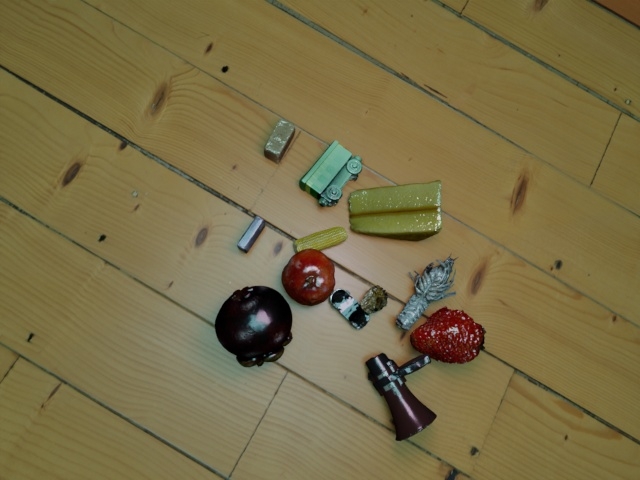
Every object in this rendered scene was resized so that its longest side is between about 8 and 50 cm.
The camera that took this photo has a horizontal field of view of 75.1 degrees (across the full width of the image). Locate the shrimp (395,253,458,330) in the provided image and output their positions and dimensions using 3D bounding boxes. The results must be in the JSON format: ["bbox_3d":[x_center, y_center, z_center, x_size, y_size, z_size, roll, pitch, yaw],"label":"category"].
[{"bbox_3d":[0.468,0.214,1.824,0.221,0.166,0.411,36,91,22],"label":"shrimp"}]

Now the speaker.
[{"bbox_3d":[0.340,0.606,1.689,0.198,0.259,0.330,-13,72,-46],"label":"speaker"}]

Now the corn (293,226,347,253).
[{"bbox_3d":[0.000,0.000,1.849,0.248,0.081,0.081,-18,81,-9],"label":"corn"}]

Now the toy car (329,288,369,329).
[{"bbox_3d":[0.126,0.295,1.813,0.205,0.056,0.095,44,76,2],"label":"toy car"}]

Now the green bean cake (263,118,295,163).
[{"bbox_3d":[-0.187,-0.455,1.907,0.085,0.109,0.179,27,77,0],"label":"green bean cake"}]

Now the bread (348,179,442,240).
[{"bbox_3d":[0.316,-0.132,1.833,0.361,0.245,0.233,3,79,-9],"label":"bread"}]

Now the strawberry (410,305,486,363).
[{"bbox_3d":[0.532,0.410,1.729,0.257,0.261,0.261,-39,85,-25],"label":"strawberry"}]

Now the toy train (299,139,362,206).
[{"bbox_3d":[0.055,-0.299,1.896,0.202,0.120,0.301,37,77,5],"label":"toy train"}]

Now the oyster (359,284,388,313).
[{"bbox_3d":[0.234,0.258,1.810,0.177,0.056,0.105,-18,79,-39],"label":"oyster"}]

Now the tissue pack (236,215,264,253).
[{"bbox_3d":[-0.300,-0.024,1.805,0.051,0.112,0.156,32,77,2],"label":"tissue pack"}]

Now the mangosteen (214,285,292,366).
[{"bbox_3d":[-0.253,0.352,1.661,0.306,0.307,0.347,-20,110,-10],"label":"mangosteen"}]

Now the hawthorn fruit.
[{"bbox_3d":[-0.043,0.156,1.714,0.241,0.272,0.242,0,88,-2],"label":"hawthorn fruit"}]
